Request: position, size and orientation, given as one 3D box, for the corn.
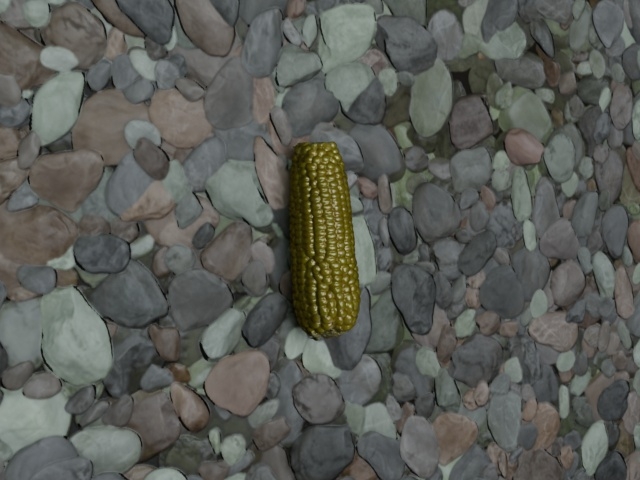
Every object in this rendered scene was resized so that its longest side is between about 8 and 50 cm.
[{"bbox_3d":[0.002,0.000,1.446,0.091,0.091,0.260,-5,89,-33],"label":"corn"}]
